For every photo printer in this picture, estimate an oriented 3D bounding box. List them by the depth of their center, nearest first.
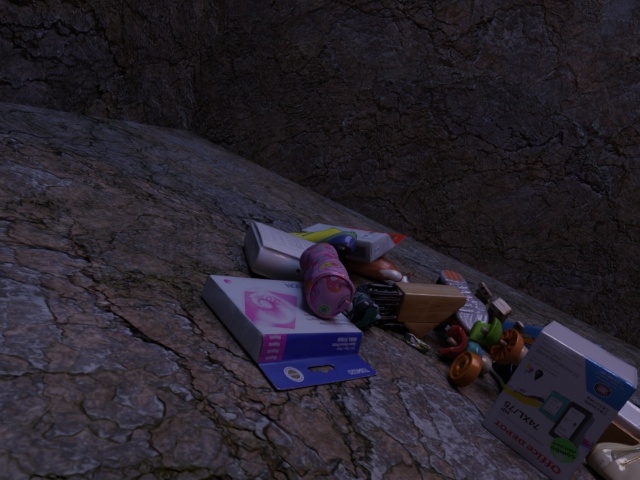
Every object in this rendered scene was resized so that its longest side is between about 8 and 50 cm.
[{"bbox_3d":[-0.081,0.060,1.373,0.307,0.107,0.256,20,14,-23],"label":"photo printer"}]

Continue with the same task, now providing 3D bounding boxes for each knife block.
[{"bbox_3d":[0.275,0.173,1.319,0.242,0.275,0.088,52,2,-24],"label":"knife block"}]

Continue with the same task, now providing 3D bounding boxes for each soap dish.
[{"bbox_3d":[0.812,0.498,1.276,0.228,0.118,0.290,13,18,-42],"label":"soap dish"}]

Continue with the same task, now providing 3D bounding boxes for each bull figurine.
[{"bbox_3d":[0.222,0.107,1.756,0.310,0.101,0.188,21,10,-18],"label":"bull figurine"}]

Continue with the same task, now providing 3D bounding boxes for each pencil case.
[{"bbox_3d":[0.012,0.093,1.116,0.124,0.124,0.284,23,10,-10],"label":"pencil case"}]

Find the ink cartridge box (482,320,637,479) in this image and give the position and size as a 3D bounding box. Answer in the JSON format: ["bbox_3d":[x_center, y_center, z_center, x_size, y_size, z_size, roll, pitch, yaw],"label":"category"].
[{"bbox_3d":[0.550,0.363,0.994,0.198,0.270,0.197,34,17,32],"label":"ink cartridge box"}]

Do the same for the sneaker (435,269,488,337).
[{"bbox_3d":[0.457,0.256,1.465,0.124,0.180,0.321,13,28,-6],"label":"sneaker"}]

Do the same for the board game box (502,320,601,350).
[{"bbox_3d":[0.764,0.362,1.542,0.308,0.086,0.302,18,-8,-25],"label":"board game box"}]

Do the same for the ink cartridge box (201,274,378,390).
[{"bbox_3d":[-0.058,0.194,0.993,0.324,0.072,0.330,11,18,-47],"label":"ink cartridge box"}]

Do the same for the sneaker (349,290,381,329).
[{"bbox_3d":[0.105,0.177,1.160,0.098,0.083,0.224,62,-1,23],"label":"sneaker"}]

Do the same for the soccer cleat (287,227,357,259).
[{"bbox_3d":[0.001,0.001,1.584,0.288,0.094,0.121,6,48,28],"label":"soccer cleat"}]

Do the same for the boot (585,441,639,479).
[{"bbox_3d":[0.778,0.551,0.962,0.261,0.095,0.203,3,16,-3],"label":"boot"}]

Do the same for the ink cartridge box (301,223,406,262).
[{"bbox_3d":[0.149,-0.026,1.767,0.307,0.091,0.385,9,20,29],"label":"ink cartridge box"}]

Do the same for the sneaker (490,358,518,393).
[{"bbox_3d":[0.578,0.398,1.284,0.084,0.097,0.235,26,13,1],"label":"sneaker"}]

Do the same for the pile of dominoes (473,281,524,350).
[{"bbox_3d":[0.565,0.280,1.453,0.040,0.251,0.196,-25,54,-20],"label":"pile of dominoes"}]

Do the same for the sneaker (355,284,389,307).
[{"bbox_3d":[0.214,0.210,1.455,0.209,0.082,0.069,13,35,29],"label":"sneaker"}]

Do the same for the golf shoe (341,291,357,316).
[{"bbox_3d":[0.061,0.190,1.252,0.186,0.067,0.086,9,46,-47],"label":"golf shoe"}]

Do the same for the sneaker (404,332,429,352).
[{"bbox_3d":[0.284,0.305,1.275,0.083,0.031,0.035,34,2,19],"label":"sneaker"}]

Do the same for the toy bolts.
[{"bbox_3d":[0.453,0.344,1.213,0.158,0.218,0.228,37,-20,-5],"label":"toy bolts"}]

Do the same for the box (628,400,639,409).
[{"bbox_3d":[1.052,0.607,1.345,0.155,0.093,0.158,21,15,-15],"label":"box"}]
